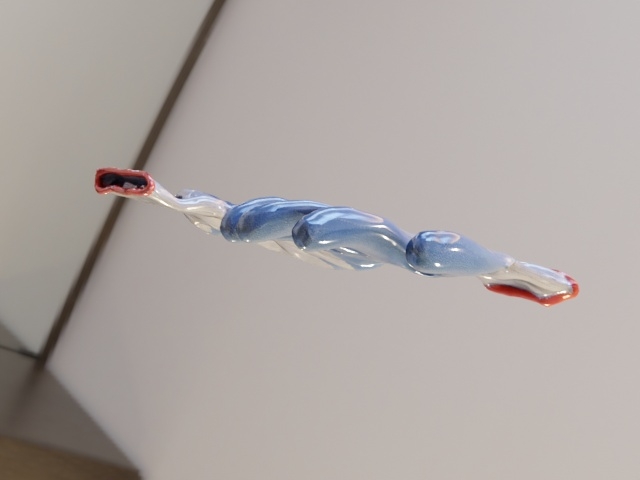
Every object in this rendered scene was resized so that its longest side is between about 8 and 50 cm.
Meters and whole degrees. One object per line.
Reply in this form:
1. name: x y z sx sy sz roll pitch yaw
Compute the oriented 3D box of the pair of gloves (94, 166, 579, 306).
1. pair of gloves: 0.000 0.000 0.500 0.198 0.159 0.023 9 -94 48
